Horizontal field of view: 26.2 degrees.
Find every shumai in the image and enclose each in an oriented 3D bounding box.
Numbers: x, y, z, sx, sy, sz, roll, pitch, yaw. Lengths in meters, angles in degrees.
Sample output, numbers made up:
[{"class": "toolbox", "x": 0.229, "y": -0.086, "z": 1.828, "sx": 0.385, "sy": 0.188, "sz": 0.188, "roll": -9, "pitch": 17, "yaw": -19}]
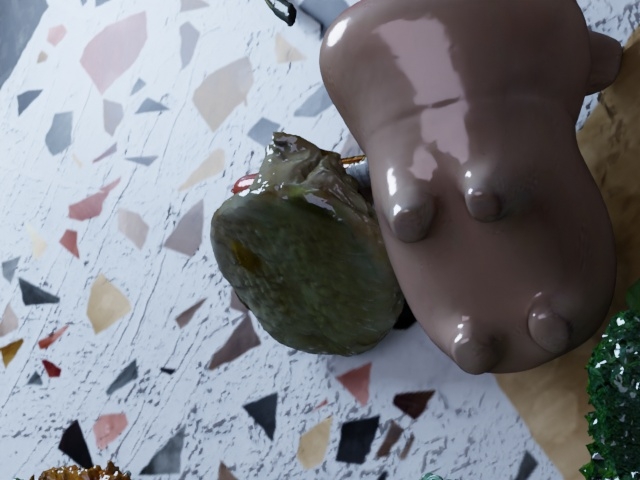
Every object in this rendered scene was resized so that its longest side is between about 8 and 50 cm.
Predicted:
[{"class": "shumai", "x": 0.000, "y": 0.000, "z": 1.219, "sx": 0.201, "sy": 0.201, "sz": 0.120, "roll": 0, "pitch": 36, "yaw": 37}]

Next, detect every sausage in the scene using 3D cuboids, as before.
[{"class": "sausage", "x": 0.014, "y": -0.060, "z": 1.278, "sx": 0.253, "sy": 0.034, "sz": 0.034, "roll": -7, "pitch": 73, "yaw": 35}]

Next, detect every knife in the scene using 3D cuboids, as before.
[{"class": "knife", "x": -0.069, "y": -0.289, "z": 1.413, "sx": 0.045, "sy": 0.021, "sz": 0.222, "roll": -49, "pitch": 50, "yaw": 15}]

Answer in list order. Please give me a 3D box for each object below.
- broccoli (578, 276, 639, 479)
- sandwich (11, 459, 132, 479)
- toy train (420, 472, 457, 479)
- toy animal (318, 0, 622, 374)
[{"class": "broccoli", "x": 0.290, "y": 0.103, "z": 0.931, "sx": 0.269, "sy": 0.269, "sz": 0.254, "roll": 34, "pitch": 134, "yaw": 38}, {"class": "sandwich", "x": -0.238, "y": 0.313, "z": 1.325, "sx": 0.160, "sy": 0.109, "sz": 0.185, "roll": -9, "pitch": 68, "yaw": 14}, {"class": "toy train", "x": 0.104, "y": 0.230, "z": 1.126, "sx": 0.083, "sy": 0.033, "sz": 0.053, "roll": 45, "pitch": 109, "yaw": 37}, {"class": "toy animal", "x": 0.128, "y": -0.064, "z": 1.066, "sx": 0.237, "sy": 0.269, "sz": 0.326, "roll": -12, "pitch": 113, "yaw": 14}]
